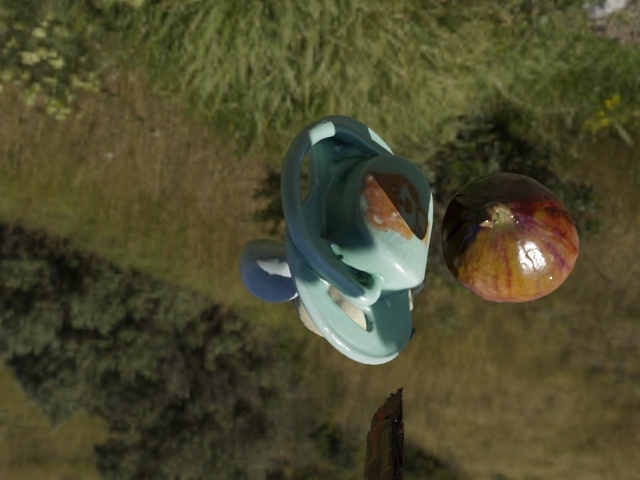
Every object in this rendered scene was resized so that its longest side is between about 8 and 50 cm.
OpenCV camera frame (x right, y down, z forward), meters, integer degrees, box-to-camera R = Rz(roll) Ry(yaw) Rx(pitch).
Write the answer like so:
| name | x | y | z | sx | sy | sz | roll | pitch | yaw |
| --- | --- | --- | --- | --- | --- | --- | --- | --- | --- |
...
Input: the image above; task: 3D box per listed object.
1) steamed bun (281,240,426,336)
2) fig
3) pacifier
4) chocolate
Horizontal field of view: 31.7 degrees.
| name | x | y | z | sx | sy | sz | roll | pitch | yaw |
| --- | --- | --- | --- | --- | --- | --- | --- | --- | --- |
| steamed bun | 0.039 | 0.049 | 1.859 | 0.203 | 0.289 | 0.276 | -22 | 145 | 23 |
| fig | 0.207 | -0.018 | 1.296 | 0.149 | 0.148 | 0.202 | 19 | 150 | 45 |
| pacifier | 0.000 | 0.000 | 1.423 | 0.269 | 0.343 | 0.288 | -22 | 127 | 31 |
| chocolate | 0.073 | 0.258 | 1.313 | 0.028 | 0.182 | 0.086 | 26 | 130 | -13 |
